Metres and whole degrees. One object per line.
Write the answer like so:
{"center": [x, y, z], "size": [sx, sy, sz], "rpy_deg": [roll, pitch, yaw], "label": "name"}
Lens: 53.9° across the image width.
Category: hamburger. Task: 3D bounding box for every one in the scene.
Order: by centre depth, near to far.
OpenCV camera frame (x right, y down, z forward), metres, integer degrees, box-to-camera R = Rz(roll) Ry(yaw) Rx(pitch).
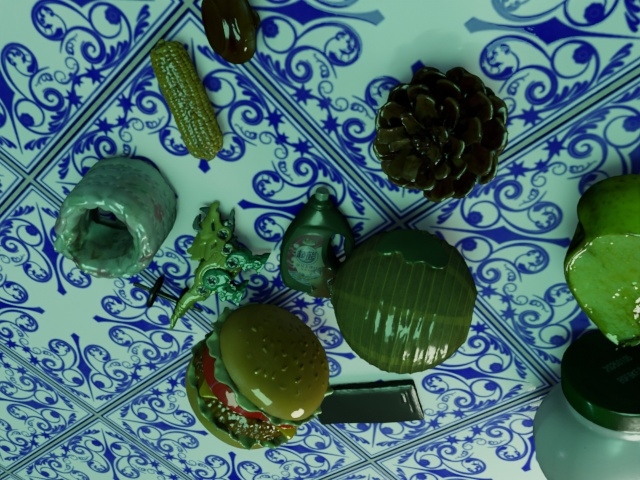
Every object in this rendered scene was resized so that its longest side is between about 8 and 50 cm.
{"center": [-0.108, 0.246, 1.205], "size": [0.274, 0.274, 0.212], "rpy_deg": [33, 126, -12], "label": "hamburger"}

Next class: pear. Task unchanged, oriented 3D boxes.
{"center": [0.484, 0.021, 0.985], "size": [0.255, 0.164, 0.238], "rpy_deg": [39, 144, -6], "label": "pear"}

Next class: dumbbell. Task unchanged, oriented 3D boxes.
{"center": [-0.309, 0.115, 1.276], "size": [0.147, 0.069, 0.069], "rpy_deg": [24, 127, -5], "label": "dumbbell"}

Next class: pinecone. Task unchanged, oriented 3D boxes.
{"center": [0.164, -0.147, 0.907], "size": [0.208, 0.207, 0.207], "rpy_deg": [6, 127, 8], "label": "pinecone"}

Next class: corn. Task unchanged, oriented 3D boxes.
{"center": [-0.211, -0.221, 1.012], "size": [0.068, 0.068, 0.207], "rpy_deg": [-7, 121, 17], "label": "corn"}

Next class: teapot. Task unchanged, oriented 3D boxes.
{"center": [-0.124, -0.324, 0.918], "size": [0.098, 0.078, 0.129], "rpy_deg": [16, 125, 53], "label": "teapot"}

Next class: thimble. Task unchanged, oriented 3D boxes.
{"center": [-0.373, -0.038, 1.131], "size": [0.211, 0.149, 0.185], "rpy_deg": [-16, 123, 23], "label": "thimble"}

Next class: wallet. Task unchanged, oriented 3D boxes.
{"center": [0.100, 0.365, 1.398], "size": [0.244, 0.025, 0.124], "rpy_deg": [-8, 124, 17], "label": "wallet"}

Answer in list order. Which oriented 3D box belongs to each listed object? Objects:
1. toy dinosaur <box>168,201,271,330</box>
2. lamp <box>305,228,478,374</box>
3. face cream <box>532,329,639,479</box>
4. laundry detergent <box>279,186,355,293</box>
{"center": [-0.196, 0.068, 1.169], "size": [0.153, 0.094, 0.259], "rpy_deg": [24, 96, -3], "label": "toy dinosaur"}
{"center": [0.116, 0.099, 1.063], "size": [0.284, 0.250, 0.250], "rpy_deg": [9, 127, 11], "label": "lamp"}
{"center": [0.561, 0.363, 1.174], "size": [0.313, 0.219, 0.356], "rpy_deg": [-4, 124, 16], "label": "face cream"}
{"center": [0.000, 0.000, 1.132], "size": [0.137, 0.063, 0.210], "rpy_deg": [12, 125, 1], "label": "laundry detergent"}
